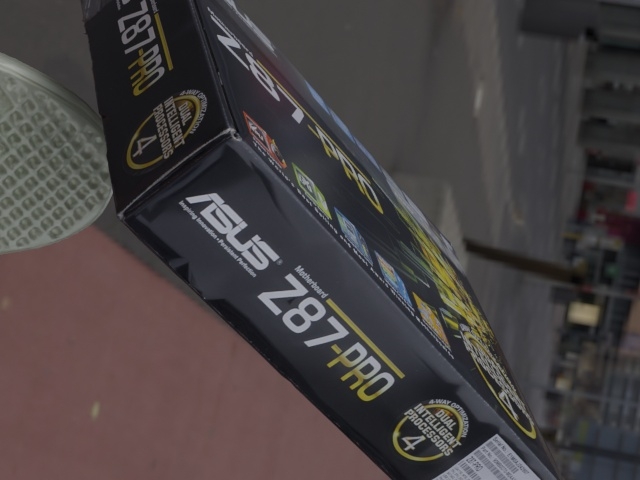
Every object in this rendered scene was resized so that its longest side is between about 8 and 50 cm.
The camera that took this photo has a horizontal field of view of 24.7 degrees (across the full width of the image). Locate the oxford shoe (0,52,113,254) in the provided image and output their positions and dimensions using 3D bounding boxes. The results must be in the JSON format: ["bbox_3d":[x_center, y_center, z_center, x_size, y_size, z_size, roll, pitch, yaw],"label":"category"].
[{"bbox_3d":[-0.367,-0.089,1.026,0.130,0.449,0.169,-130,-130,-65],"label":"oxford shoe"}]

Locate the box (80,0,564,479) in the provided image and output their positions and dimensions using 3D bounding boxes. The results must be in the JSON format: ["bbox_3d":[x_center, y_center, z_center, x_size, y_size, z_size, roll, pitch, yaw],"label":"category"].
[{"bbox_3d":[0.000,0.000,1.023,0.395,0.097,0.318,46,12,-32],"label":"box"}]
